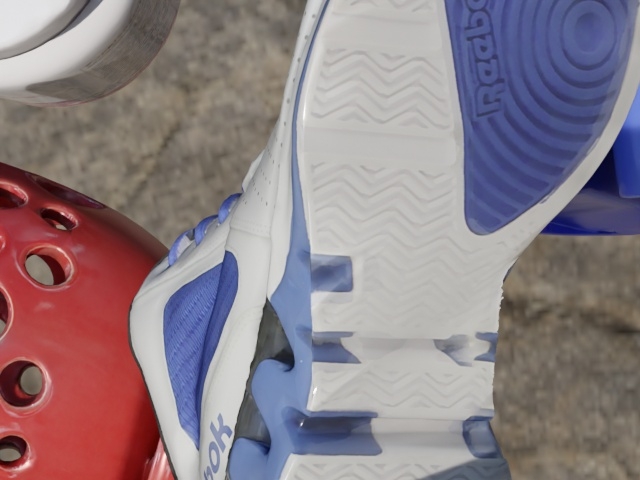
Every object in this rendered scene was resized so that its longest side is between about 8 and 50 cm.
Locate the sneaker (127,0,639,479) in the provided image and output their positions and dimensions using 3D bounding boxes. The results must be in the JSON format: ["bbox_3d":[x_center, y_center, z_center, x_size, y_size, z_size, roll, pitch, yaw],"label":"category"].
[{"bbox_3d":[0.000,0.001,0.705,0.127,0.315,0.182,8,9,-28],"label":"sneaker"}]

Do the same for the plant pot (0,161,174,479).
[{"bbox_3d":[-0.131,0.069,0.893,0.174,0.191,0.191,18,49,-5],"label":"plant pot"}]

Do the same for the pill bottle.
[{"bbox_3d":[-0.169,-0.159,1.059,0.160,0.283,0.160,0,91,2],"label":"pill bottle"}]

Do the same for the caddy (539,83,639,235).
[{"bbox_3d":[0.208,-0.102,1.240,0.241,0.341,0.179,-2,85,28],"label":"caddy"}]
